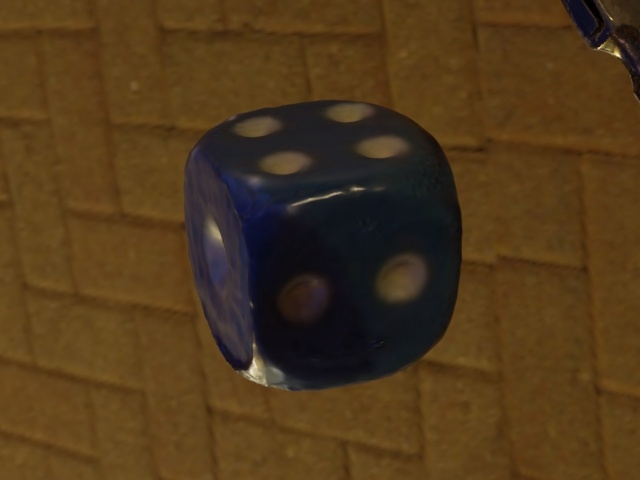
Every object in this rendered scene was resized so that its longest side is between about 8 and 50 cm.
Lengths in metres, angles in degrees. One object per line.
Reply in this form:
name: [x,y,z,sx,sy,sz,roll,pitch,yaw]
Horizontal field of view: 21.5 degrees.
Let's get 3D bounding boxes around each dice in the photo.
dice: [0.000,0.000,1.042,0.146,0.146,0.143,-126,32,-59]

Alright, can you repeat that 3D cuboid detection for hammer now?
hammer: [0.244,-0.180,0.935,0.137,0.290,0.037,57,150,8]
